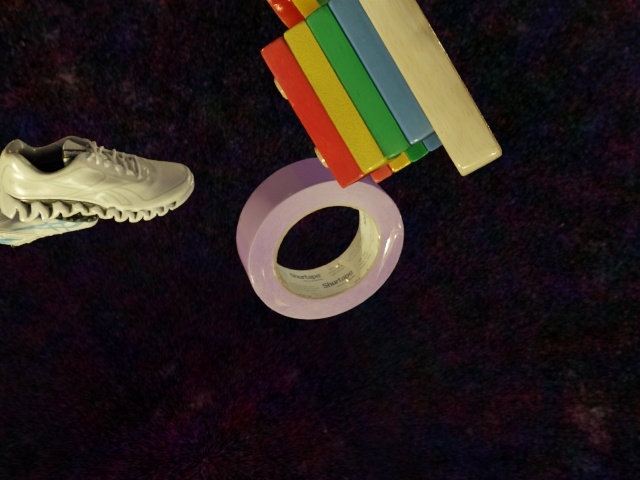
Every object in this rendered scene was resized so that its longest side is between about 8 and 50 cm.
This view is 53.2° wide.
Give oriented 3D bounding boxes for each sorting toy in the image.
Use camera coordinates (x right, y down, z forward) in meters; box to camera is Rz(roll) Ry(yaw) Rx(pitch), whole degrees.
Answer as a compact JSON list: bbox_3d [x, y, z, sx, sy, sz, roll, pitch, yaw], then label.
[{"bbox_3d":[0.014,-0.153,0.443,0.089,0.255,0.257,-31,93,15],"label":"sorting toy"}]

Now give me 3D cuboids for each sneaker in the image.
[{"bbox_3d":[-0.336,-0.098,0.980,0.292,0.118,0.110,-5,43,-24],"label":"sneaker"},{"bbox_3d":[-0.536,-0.032,1.190,0.237,0.086,0.085,-5,41,-14],"label":"sneaker"}]

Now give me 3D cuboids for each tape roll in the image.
[{"bbox_3d":[0.000,0.000,1.091,0.275,0.274,0.090,-13,36,-14],"label":"tape roll"}]
